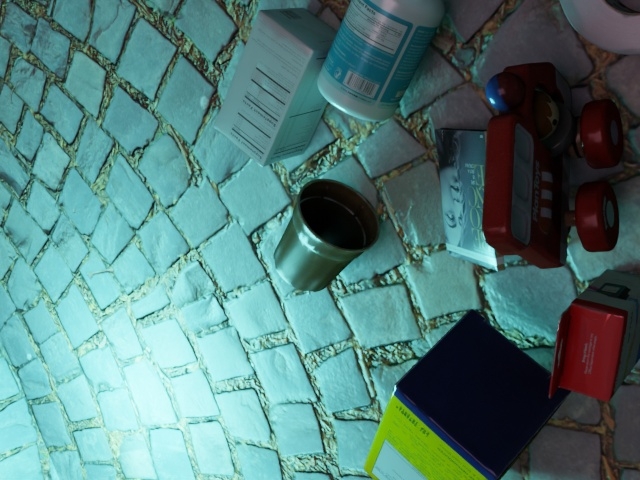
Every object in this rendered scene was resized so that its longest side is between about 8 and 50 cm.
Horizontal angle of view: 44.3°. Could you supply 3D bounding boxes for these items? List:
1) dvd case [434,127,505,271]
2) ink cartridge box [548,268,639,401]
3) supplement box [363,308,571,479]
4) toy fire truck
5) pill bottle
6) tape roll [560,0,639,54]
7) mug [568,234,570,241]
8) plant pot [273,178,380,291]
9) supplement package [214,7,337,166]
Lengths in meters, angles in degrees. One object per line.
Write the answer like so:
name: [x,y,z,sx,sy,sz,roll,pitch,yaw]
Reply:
dvd case: [0.240,-0.071,1.282,0.164,0.018,0.221,-156,55,-68]
ink cartridge box: [0.410,0.140,1.140,0.078,0.231,0.134,14,112,32]
supplement box: [0.222,0.312,1.277,0.194,0.195,0.357,40,150,20]
toy fire truck: [0.302,-0.114,1.099,0.169,0.253,0.302,-3,74,35]
pill bottle: [0.106,-0.336,1.272,0.146,0.146,0.264,40,124,20]
tape roll: [0.438,-0.364,1.062,0.219,0.072,0.219,13,112,33]
mug: [0.348,-0.011,1.251,0.078,0.062,0.064,51,136,20]
plant pot: [0.000,0.000,1.459,0.167,0.167,0.165,50,135,14]
supplement package: [-0.069,-0.277,1.425,0.134,0.139,0.244,40,124,18]
